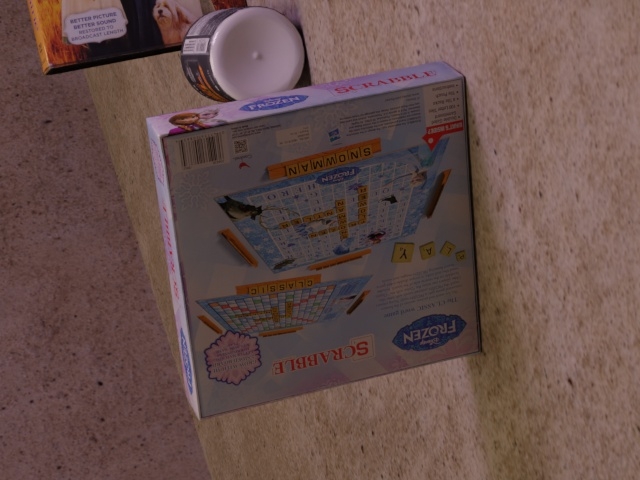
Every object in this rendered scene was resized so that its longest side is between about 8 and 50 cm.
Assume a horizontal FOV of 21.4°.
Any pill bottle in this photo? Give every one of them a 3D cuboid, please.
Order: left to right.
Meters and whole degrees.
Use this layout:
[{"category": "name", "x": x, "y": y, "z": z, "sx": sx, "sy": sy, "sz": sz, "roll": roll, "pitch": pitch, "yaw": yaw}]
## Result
[{"category": "pill bottle", "x": -0.114, "y": -0.250, "z": 2.295, "sx": 0.245, "sy": 0.130, "sz": 0.130, "roll": -160, "pitch": 58, "yaw": -73}]

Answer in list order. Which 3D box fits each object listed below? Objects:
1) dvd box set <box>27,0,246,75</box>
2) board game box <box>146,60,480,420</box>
[{"category": "dvd box set", "x": -0.290, "y": -0.468, "z": 2.416, "sx": 0.062, "sy": 0.307, "sz": 0.421, "roll": 162, "pitch": 96, "yaw": -72}, {"category": "board game box", "x": 0.000, "y": 0.000, "z": 1.740, "sx": 0.066, "sy": 0.318, "sz": 0.318, "roll": -130, "pitch": 32, "yaw": -62}]
